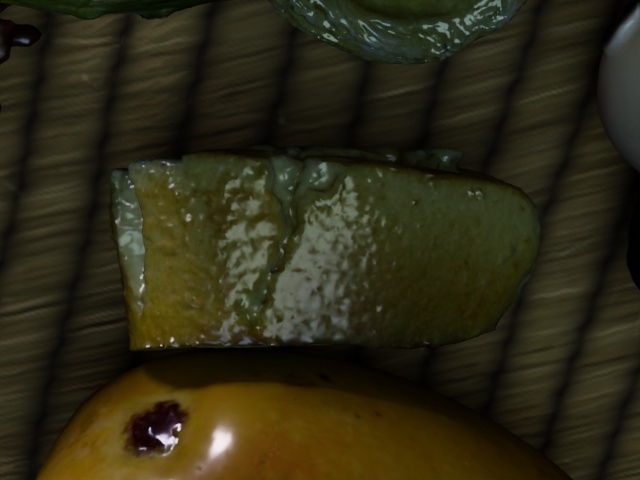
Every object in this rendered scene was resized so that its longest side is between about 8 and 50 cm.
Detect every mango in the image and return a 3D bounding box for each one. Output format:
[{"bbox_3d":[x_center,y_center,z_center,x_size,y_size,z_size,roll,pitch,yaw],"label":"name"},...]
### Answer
[{"bbox_3d":[0.024,0.223,1.018,0.446,0.232,0.300,28,129,-26],"label":"mango"}]

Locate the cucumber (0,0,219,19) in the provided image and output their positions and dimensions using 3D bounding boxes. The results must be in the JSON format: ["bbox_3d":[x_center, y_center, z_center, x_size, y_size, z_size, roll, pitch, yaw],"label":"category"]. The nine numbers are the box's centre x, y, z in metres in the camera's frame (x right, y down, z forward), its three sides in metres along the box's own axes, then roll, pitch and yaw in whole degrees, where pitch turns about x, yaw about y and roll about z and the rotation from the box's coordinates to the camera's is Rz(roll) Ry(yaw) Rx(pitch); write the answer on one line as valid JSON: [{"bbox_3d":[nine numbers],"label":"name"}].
[{"bbox_3d":[-0.115,-0.175,0.831,0.244,0.134,0.134,-23,117,-45],"label":"cucumber"}]

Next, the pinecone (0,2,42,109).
[{"bbox_3d":[-0.259,-0.150,0.893,0.201,0.202,0.229,17,86,-35],"label":"pinecone"}]

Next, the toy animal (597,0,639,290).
[{"bbox_3d":[0.280,-0.057,0.977,0.213,0.212,0.266,-10,106,-2],"label":"toy animal"}]

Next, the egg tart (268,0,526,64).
[{"bbox_3d":[0.045,-0.199,0.963,0.197,0.078,0.197,-2,111,-4],"label":"egg tart"}]

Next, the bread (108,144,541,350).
[{"bbox_3d":[0.000,0.000,0.974,0.257,0.186,0.124,-2,97,-9],"label":"bread"}]
